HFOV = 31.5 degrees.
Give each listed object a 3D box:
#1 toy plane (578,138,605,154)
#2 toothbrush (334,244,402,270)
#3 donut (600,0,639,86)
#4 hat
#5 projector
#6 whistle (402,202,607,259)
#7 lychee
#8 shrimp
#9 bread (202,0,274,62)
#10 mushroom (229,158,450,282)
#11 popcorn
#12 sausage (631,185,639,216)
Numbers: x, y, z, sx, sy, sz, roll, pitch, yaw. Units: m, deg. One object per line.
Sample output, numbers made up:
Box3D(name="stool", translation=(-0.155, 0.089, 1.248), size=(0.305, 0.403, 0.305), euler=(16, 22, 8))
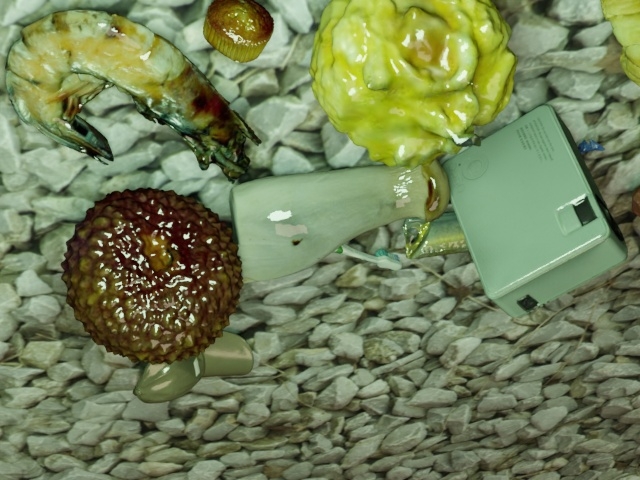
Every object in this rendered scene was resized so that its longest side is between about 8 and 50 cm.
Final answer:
Box3D(name="toy plane", translation=(0.352, -0.090, 1.697), size=(0.054, 0.062, 0.167), euler=(25, 117, -37))
Box3D(name="toothbrush", translation=(0.000, 0.001, 1.723), size=(0.304, 0.030, 0.030), euler=(15, 132, -31))
Box3D(name="donut", translation=(0.506, -0.275, 1.301), size=(0.361, 0.360, 0.170), euler=(-17, 141, 4))
Box3D(name="hat", translation=(-0.206, 0.223, 1.859), size=(0.173, 0.144, 0.166), euler=(19, 137, -3))
Box3D(name="projector", translation=(0.297, -0.041, 1.582), size=(0.192, 0.256, 0.099), euler=(-32, 138, 20))
Box3D(name="whistle", translation=(0.287, -0.022, 1.760), size=(0.327, 0.057, 0.067), euler=(-6, 96, -9))
Box3D(name="lychee", translation=(-0.236, 0.054, 1.562), size=(0.272, 0.271, 0.271), euler=(-8, 140, -7))
Box3D(name="shrimp", translation=(-0.239, -0.163, 1.438), size=(0.233, 0.071, 0.365), euler=(-22, 142, 24))
Box3D(name="bread", translation=(-0.096, -0.258, 1.347), size=(0.085, 0.085, 0.053), euler=(3, 145, -19))
Box3D(name="mushroom", translation=(0.021, -0.041, 1.619), size=(0.329, 0.122, 0.159), euler=(-14, 149, -4))
Box3D(name="popcorn", translation=(0.111, -0.205, 1.361), size=(0.249, 0.225, 0.249), euler=(-6, 149, -3))
Box3D(name="sausage", translation=(0.578, -0.083, 1.762), size=(0.194, 0.077, 0.077), euler=(-18, 141, 2))
